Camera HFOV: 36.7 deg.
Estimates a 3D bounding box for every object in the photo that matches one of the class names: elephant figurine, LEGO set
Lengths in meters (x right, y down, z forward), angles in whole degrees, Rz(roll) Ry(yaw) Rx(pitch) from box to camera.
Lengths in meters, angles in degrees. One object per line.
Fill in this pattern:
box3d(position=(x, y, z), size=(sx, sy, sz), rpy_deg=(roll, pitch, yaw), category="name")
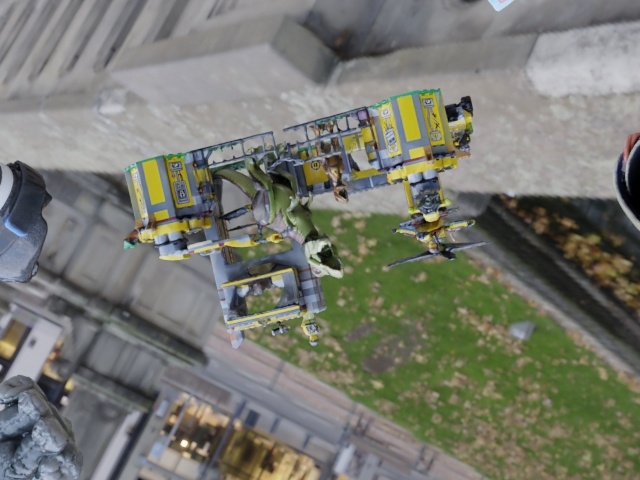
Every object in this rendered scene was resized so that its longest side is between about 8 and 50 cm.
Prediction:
box3d(position=(-0.441, 0.296, 1.242), size=(0.169, 0.239, 0.186), rpy_deg=(39, 160, 50), category="elephant figurine")
box3d(position=(0.000, 0.000, 0.878), size=(0.331, 0.192, 0.255), rpy_deg=(-13, 178, 0), category="LEGO set")

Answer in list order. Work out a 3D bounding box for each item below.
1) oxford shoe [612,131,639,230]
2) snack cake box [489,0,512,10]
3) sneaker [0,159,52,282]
box3d(position=(0.272, -0.046, 0.684), size=(0.130, 0.123, 0.348), rpy_deg=(39, -166, -4), category="oxford shoe")
box3d(position=(0.346, -0.466, 1.411), size=(0.264, 0.152, 0.089), rpy_deg=(-35, 103, 31), category="snack cake box")
box3d(position=(-0.271, 0.013, 0.680), size=(0.217, 0.079, 0.121), rpy_deg=(-30, 141, 35), category="sneaker")
